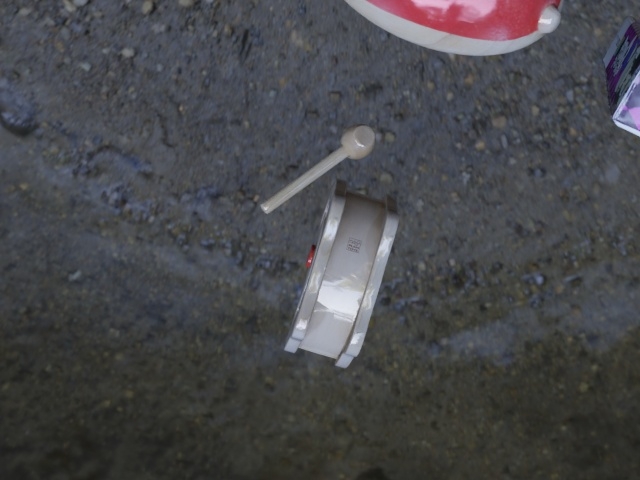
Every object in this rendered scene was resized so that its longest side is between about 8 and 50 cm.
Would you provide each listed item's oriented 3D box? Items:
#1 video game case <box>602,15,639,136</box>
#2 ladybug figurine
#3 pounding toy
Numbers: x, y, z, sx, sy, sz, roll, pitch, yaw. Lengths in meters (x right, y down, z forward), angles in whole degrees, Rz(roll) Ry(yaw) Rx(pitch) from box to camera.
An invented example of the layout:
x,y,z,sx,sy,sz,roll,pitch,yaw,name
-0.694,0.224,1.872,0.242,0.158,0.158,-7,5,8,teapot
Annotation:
x,y,z,sx,sy,sz,roll,pitch,yaw,name
0.270,-0.051,0.519,0.232,0.210,0.042,26,112,6,video game case
0.183,-0.459,1.459,0.449,0.305,0.162,34,161,19,ladybug figurine
0.000,0.000,1.094,0.154,0.154,0.270,17,89,-3,pounding toy
